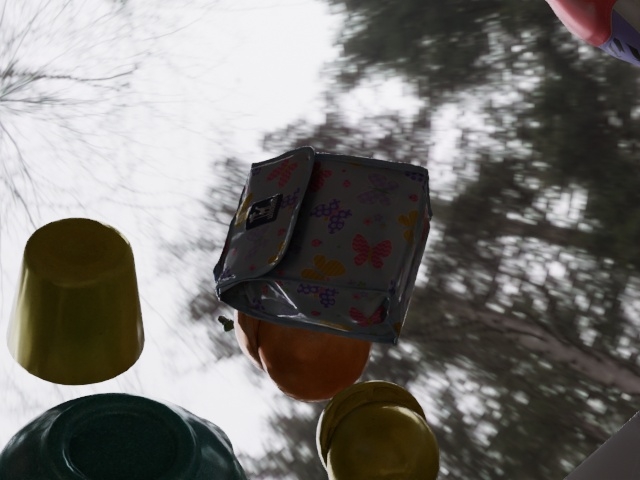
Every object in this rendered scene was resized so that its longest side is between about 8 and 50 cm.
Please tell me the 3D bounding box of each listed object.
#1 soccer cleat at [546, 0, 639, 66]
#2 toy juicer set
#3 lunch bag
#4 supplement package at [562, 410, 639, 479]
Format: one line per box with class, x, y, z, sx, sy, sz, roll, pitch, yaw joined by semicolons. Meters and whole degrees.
soccer cleat;0.181;-0.137;0.930;0.083;0.248;0.095;-43;-95;25
toy juicer set;-0.053;0.124;0.778;0.209;0.329;0.089;6;-52;-3
lunch bag;0.000;0.000;0.762;0.083;0.053;0.071;9;-123;16
supplement package;0.182;0.230;0.886;0.194;0.149;0.203;-43;-61;11
